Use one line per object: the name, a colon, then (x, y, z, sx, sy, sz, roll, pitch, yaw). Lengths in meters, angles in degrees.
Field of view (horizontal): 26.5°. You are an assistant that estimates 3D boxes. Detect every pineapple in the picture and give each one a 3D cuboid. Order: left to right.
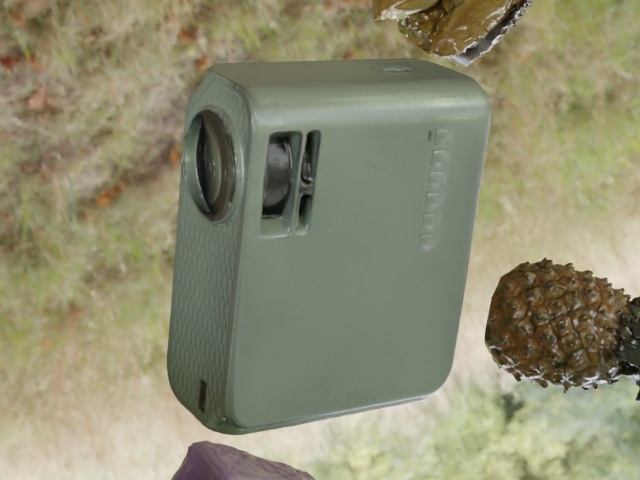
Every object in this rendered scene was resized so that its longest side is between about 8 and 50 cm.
pineapple: (0.270, 0.090, 1.156, 0.125, 0.251, 0.125, -40, 139, -48)

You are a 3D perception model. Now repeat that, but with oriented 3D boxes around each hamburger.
hamburger: (0.159, -0.354, 1.462, 0.174, 0.304, 0.284, 24, 125, -16)

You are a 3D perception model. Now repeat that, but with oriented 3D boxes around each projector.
projector: (0.000, 0.000, 0.976, 0.198, 0.108, 0.250, -7, 114, -32)

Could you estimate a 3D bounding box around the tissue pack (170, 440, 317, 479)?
tissue pack: (-0.051, 0.323, 1.062, 0.160, 0.338, 0.242, 24, 91, -24)
